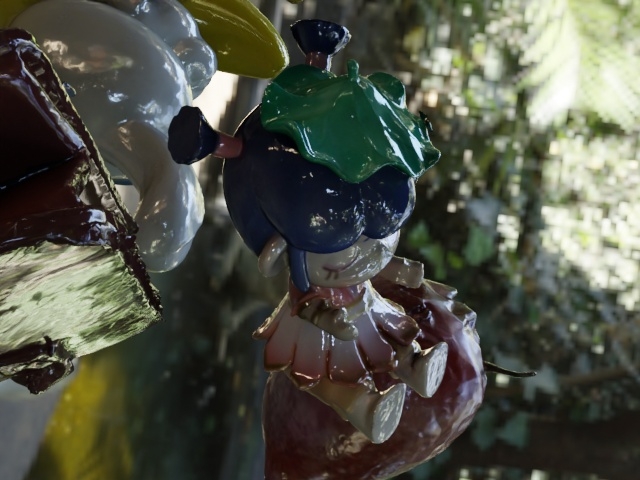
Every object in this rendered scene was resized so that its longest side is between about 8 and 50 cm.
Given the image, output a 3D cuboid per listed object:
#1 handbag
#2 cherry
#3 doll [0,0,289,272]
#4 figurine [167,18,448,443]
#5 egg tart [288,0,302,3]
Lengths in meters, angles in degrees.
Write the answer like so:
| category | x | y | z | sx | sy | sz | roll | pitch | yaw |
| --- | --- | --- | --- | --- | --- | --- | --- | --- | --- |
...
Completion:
| category | x | y | z | sx | sy | sz | roll | pitch | yaw |
| --- | --- | --- | --- | --- | --- | --- | --- | --- | --- |
| handbag | -0.194 | 0.039 | 0.600 | 0.084 | 0.260 | 0.275 | 63 | -5 | 11 |
| cherry | 0.043 | 0.139 | 1.380 | 0.175 | 0.250 | 0.192 | 51 | -5 | -33 |
| doll | -0.142 | -0.098 | 0.909 | 0.237 | 0.252 | 0.111 | -51 | 161 | -50 |
| figurine | 0.000 | 0.000 | 0.729 | 0.111 | 0.102 | 0.195 | -39 | 139 | -41 |
| egg tart | 0.008 | -0.203 | 0.651 | 0.090 | 0.213 | 0.212 | 53 | -20 | 31 |
